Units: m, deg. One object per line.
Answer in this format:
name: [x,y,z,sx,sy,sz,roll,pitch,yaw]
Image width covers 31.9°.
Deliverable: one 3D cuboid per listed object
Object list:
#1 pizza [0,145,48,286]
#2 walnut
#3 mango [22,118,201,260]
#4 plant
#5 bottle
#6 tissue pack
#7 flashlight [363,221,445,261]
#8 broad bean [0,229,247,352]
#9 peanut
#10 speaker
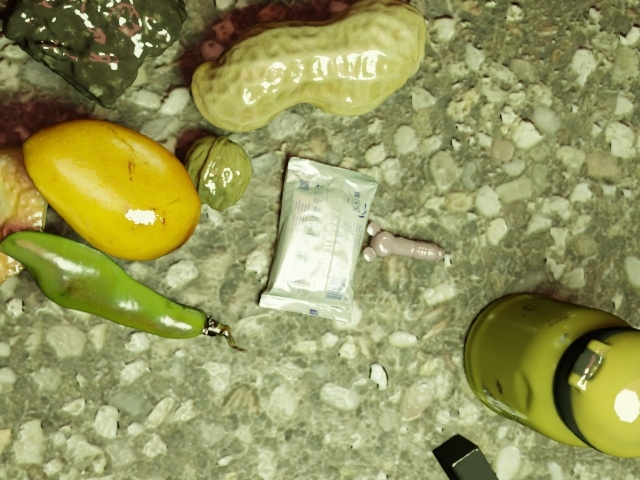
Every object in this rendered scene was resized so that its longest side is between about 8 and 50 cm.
pizza: [-0.439,0.011,1.288,0.365,0.074,0.182,-40,98,-11]
walnut: [-0.126,-0.082,1.355,0.092,0.092,0.092,-1,93,-13]
mango: [-0.238,-0.063,1.277,0.219,0.112,0.145,32,61,-27]
plant: [-0.272,-0.277,1.253,0.178,0.204,0.234,-41,110,6]
bottle: [0.307,0.164,1.328,0.171,0.351,0.172,-1,94,-13]
tissue pack: [0.000,0.000,1.414,0.122,0.026,0.193,11,90,-14]
flashlight: [0.107,0.009,1.439,0.110,0.031,0.052,10,88,-18]
broad bean: [-0.236,0.063,1.322,0.325,0.075,0.067,26,50,-32]
peanut: [-0.010,-0.208,1.356,0.298,0.120,0.136,-14,91,-10]
speaker: [0.230,0.358,1.458,0.044,0.082,0.218,-34,99,-10]
